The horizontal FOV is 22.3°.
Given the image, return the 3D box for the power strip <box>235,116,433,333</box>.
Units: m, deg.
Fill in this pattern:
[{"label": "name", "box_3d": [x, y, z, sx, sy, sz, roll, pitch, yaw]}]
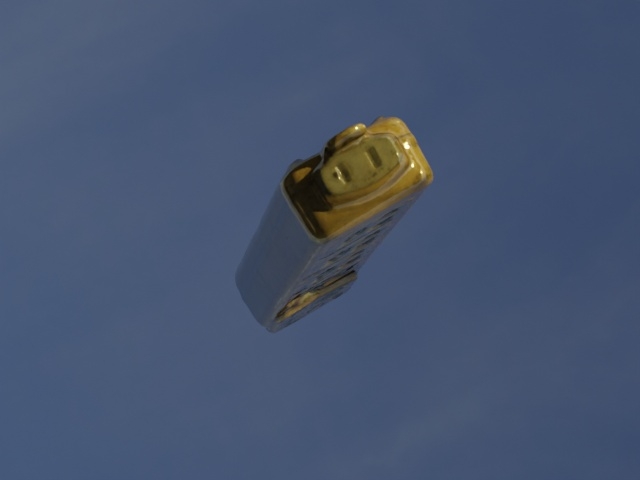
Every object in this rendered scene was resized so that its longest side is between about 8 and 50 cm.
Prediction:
[{"label": "power strip", "box_3d": [0.000, 0.000, 0.815, 0.064, 0.305, 0.044, -29, -96, -12]}]
